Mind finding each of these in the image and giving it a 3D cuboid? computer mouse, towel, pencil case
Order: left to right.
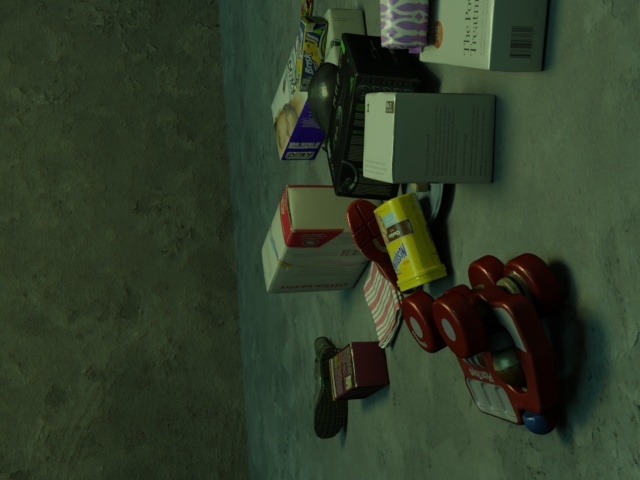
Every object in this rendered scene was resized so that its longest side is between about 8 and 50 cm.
[{"bbox_3d":[0.028,-0.270,2.091,0.188,0.072,0.272,37,149,46],"label":"computer mouse"},{"bbox_3d":[0.136,0.123,2.049,0.197,0.029,0.144,-108,23,-43],"label":"towel"},{"bbox_3d":[0.145,-0.423,1.556,0.088,0.086,0.206,-21,-64,-67],"label":"pencil case"}]

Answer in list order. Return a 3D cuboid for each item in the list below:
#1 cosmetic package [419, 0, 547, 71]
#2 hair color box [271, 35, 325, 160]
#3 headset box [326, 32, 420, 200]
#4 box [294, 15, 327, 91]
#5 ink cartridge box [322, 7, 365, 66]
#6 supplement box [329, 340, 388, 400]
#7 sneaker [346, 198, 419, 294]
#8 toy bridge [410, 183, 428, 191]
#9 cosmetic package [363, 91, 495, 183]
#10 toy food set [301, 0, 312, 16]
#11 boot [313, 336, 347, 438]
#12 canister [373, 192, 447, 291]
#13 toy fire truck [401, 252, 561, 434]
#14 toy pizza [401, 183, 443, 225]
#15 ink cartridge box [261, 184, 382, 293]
[{"bbox_3d":[0.259,-0.465,1.462,0.284,0.098,0.377,-136,47,-71],"label":"cosmetic package"},{"bbox_3d":[-0.039,-0.371,2.455,0.339,0.110,0.185,118,145,-62],"label":"hair color box"},{"bbox_3d":[0.102,-0.264,1.880,0.246,0.131,0.283,-98,15,-57],"label":"headset box"},{"bbox_3d":[-0.024,-0.439,2.177,0.059,0.054,0.168,-117,30,-57],"label":"box"},{"bbox_3d":[0.051,-0.421,2.176,0.153,0.087,0.208,137,128,-69],"label":"ink cartridge box"},{"bbox_3d":[0.086,0.304,2.142,0.188,0.081,0.104,128,138,-66],"label":"supplement box"},{"bbox_3d":[0.113,0.015,1.895,0.221,0.087,0.128,59,170,-7],"label":"sneaker"},{"bbox_3d":[0.188,-0.182,1.724,0.063,0.026,0.188,-120,32,-62],"label":"toy bridge"},{"bbox_3d":[0.183,-0.177,1.585,0.151,0.184,0.151,-154,64,-72],"label":"cosmetic package"},{"bbox_3d":[-0.040,-0.660,2.574,0.082,0.020,0.083,-131,42,-65],"label":"toy food set"},{"bbox_3d":[0.018,0.383,2.420,0.161,0.084,0.246,-166,80,-80],"label":"boot"},{"bbox_3d":[0.169,0.004,1.768,0.126,0.073,0.169,143,108,-73],"label":"canister"},{"bbox_3d":[0.274,0.168,1.414,0.253,0.169,0.302,65,165,-5],"label":"toy fire truck"},{"bbox_3d":[0.204,-0.125,1.787,0.201,0.032,0.201,177,90,-74],"label":"toy pizza"},{"bbox_3d":[0.000,0.000,2.149,0.306,0.226,0.131,119,146,-59],"label":"ink cartridge box"}]
